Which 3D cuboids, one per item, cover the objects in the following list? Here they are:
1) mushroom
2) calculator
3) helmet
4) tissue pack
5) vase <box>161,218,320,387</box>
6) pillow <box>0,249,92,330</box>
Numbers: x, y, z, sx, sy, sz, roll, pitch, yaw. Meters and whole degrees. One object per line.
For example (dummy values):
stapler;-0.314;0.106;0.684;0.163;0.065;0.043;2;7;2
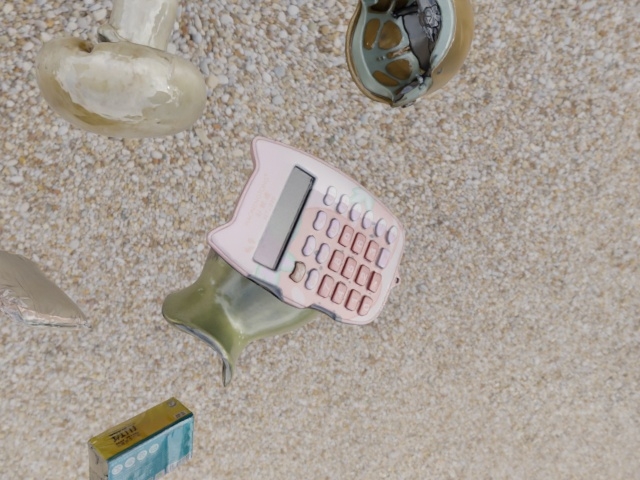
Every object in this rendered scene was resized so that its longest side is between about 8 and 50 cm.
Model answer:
mushroom;-0.354;-0.333;0.829;0.292;0.292;0.290;1;102;-17
calculator;0.000;0.000;0.702;0.329;0.048;0.220;29;74;-25
helmet;0.147;-0.315;0.710;0.129;0.224;0.199;-19;97;-26
tissue pack;-0.326;0.380;0.841;0.169;0.082;0.120;-17;124;-46
vase;-0.144;0.083;0.867;0.302;0.329;0.241;-43;112;-21
pillow;-0.618;0.100;0.962;0.067;0.270;0.173;-57;155;2
